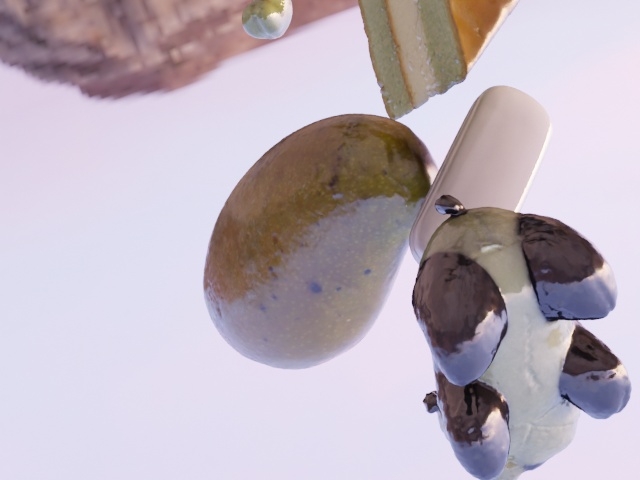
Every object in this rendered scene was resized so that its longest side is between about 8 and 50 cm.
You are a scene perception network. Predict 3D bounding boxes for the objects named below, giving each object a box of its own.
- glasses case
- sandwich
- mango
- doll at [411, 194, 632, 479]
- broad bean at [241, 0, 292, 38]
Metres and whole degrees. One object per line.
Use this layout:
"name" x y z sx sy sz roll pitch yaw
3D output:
"glasses case" 0.135 -0.047 1.510 0.193 0.074 0.049 -63 -175 -28
"sandwich" 0.136 -0.191 1.497 0.187 0.144 0.117 -12 172 -36
"mango" -0.007 -0.003 1.655 0.176 0.176 0.329 -58 176 -38
"doll" 0.140 0.081 1.345 0.143 0.234 0.135 -21 -148 -10
"broad bean" -0.060 -0.267 2.137 0.045 0.063 0.083 -6 -158 29
